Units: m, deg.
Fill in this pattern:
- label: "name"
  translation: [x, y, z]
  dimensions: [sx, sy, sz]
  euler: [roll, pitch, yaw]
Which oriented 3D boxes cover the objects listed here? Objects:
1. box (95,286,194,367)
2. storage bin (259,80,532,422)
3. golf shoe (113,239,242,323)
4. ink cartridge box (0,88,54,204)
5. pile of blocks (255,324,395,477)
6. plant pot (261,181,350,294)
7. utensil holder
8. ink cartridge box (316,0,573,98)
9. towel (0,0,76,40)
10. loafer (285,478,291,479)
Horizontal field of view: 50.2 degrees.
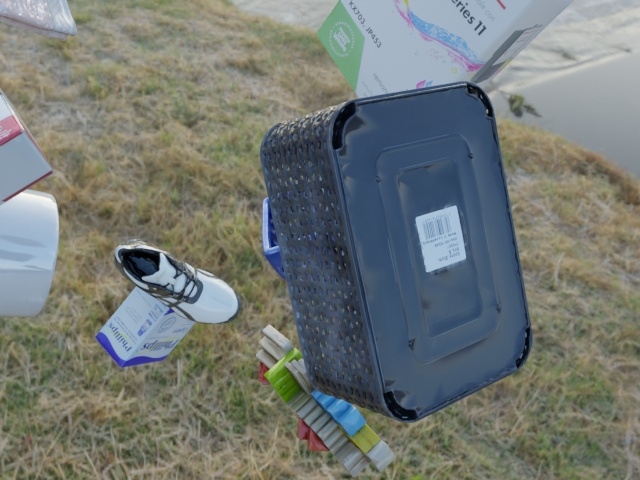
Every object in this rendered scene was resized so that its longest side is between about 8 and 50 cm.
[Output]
- label: "box"
  translation: [-0.268, 0.129, 1.106]
  dimensions: [0.072, 0.137, 0.126]
  euler: [44, 11, 17]
- label: "storage bin"
  translation: [0.048, 0.004, 0.421]
  dimensions: [0.122, 0.180, 0.084]
  euler: [-16, 9, -31]
- label: "golf shoe"
  translation: [-0.205, 0.063, 0.965]
  dimensions: [0.198, 0.094, 0.077]
  euler: [25, 82, -4]
- label: "ink cartridge box"
  translation: [-0.648, -0.179, 1.272]
  dimensions: [0.197, 0.114, 0.273]
  euler: [-35, 51, -12]
- label: "pile of blocks"
  translation: [-0.021, 0.326, 1.337]
  dimensions: [0.112, 0.149, 0.362]
  euler: [-41, 63, -16]
- label: "plant pot"
  translation: [0.000, 0.000, 1.685]
  dimensions: [0.235, 0.212, 0.236]
  euler: [-19, 37, 8]
- label: "utensil holder"
  translation: [-0.828, 0.007, 1.539]
  dimensions: [0.385, 0.328, 0.328]
  euler: [8, 36, -35]
- label: "ink cartridge box"
  translation: [0.168, -0.309, 0.850]
  dimensions: [0.119, 0.353, 0.207]
  euler: [-23, 75, -42]
- label: "towel"
  translation: [-0.655, -0.612, 1.454]
  dimensions: [0.053, 0.332, 0.317]
  euler: [-15, 4, 10]
- label: "loafer"
  translation: [-0.009, 0.440, 1.059]
  dimensions: [0.076, 0.223, 0.078]
  euler: [22, 68, 48]
